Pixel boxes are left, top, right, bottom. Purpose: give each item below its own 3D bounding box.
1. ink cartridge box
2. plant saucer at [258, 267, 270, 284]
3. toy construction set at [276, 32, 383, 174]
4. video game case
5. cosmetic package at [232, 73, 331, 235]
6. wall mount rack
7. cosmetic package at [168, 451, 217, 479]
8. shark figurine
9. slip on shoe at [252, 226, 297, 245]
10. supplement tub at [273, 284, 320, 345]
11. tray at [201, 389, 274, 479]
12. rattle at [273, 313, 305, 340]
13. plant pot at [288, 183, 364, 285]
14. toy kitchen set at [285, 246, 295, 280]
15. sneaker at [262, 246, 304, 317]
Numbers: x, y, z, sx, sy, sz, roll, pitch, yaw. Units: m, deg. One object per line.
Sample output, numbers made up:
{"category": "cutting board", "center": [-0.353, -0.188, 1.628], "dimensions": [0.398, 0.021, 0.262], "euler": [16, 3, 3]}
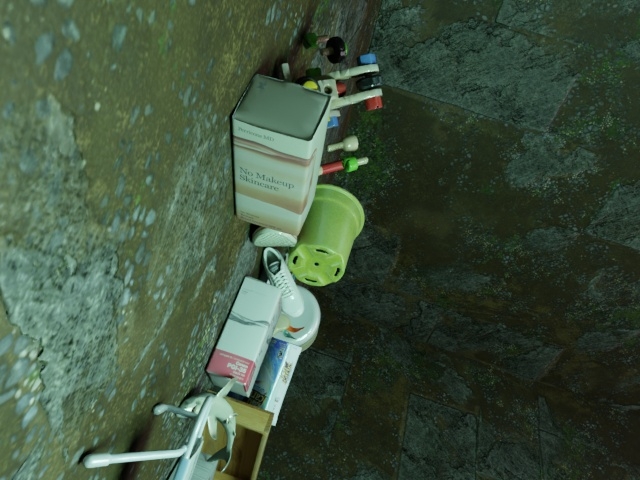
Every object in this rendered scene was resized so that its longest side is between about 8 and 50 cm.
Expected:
{"category": "ink cartridge box", "center": [-0.208, 0.274, 1.410], "dimensions": [0.207, 0.117, 0.283], "euler": [100, 9, -63]}
{"category": "plant saucer", "center": [-0.184, 0.138, 1.700], "dimensions": [0.195, 0.037, 0.195], "euler": [19, 90, -86]}
{"category": "toy construction set", "center": [-0.019, -0.279, 1.112], "dimensions": [0.237, 0.257, 0.309], "euler": [-19, 124, -27]}
{"category": "video game case", "center": [-0.196, 0.427, 1.596], "dimensions": [0.269, 0.061, 0.245], "euler": [2, -111, 53]}
{"category": "cosmetic package", "center": [-0.082, -0.154, 0.980], "dimensions": [0.296, 0.153, 0.129], "euler": [100, 8, -56]}
{"category": "wall mount rack", "center": [-0.302, 0.424, 0.825], "dimensions": [0.304, 0.130, 0.351], "euler": [101, 7, -87]}
{"category": "cosmetic package", "center": [-0.356, 0.666, 1.266], "dimensions": [0.238, 0.107, 0.127], "euler": [-71, 180, -66]}
{"category": "shark figurine", "center": [-0.274, 0.445, 1.267], "dimensions": [0.166, 0.116, 0.279], "euler": [-50, 137, -37]}
{"category": "slip on shoe", "center": [-0.119, -0.033, 1.375], "dimensions": [0.331, 0.122, 0.102], "euler": [8, 83, -88]}
{"category": "supplement tub", "center": [-0.122, 0.315, 1.924], "dimensions": [0.325, 0.235, 0.236], "euler": [97, 12, -70]}
{"category": "tray", "center": [-0.273, 0.625, 1.493], "dimensions": [0.076, 0.202, 0.411], "euler": [-68, 175, -52]}
{"category": "rattle", "center": [-0.154, 0.289, 1.599], "dimensions": [0.130, 0.199, 0.143], "euler": [-73, 177, -54]}
{"category": "plant pot", "center": [0.000, 0.000, 1.630], "dimensions": [0.254, 0.275, 0.276], "euler": [-80, -177, -47]}
{"category": "toy kitchen set", "center": [-0.104, 0.109, 2.062], "dimensions": [0.166, 0.122, 0.207], "euler": [-64, 171, -62]}
{"category": "sneaker", "center": [-0.123, 0.131, 1.548], "dimensions": [0.090, 0.235, 0.095], "euler": [-26, 164, -7]}
